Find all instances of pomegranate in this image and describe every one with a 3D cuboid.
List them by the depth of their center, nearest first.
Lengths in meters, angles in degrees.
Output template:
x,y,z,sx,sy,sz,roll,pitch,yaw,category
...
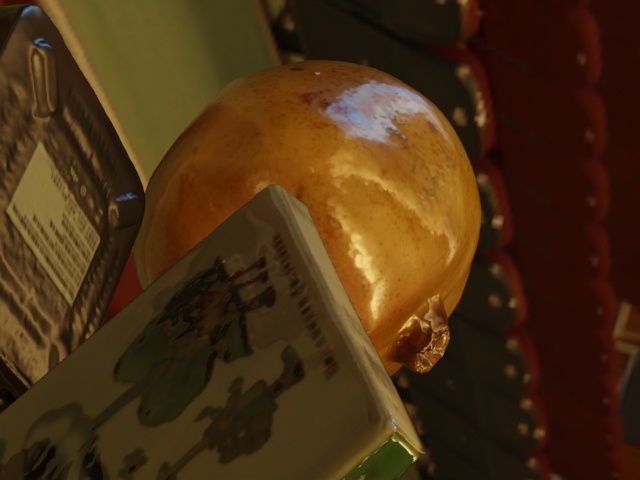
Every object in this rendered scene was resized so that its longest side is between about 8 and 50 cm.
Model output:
x,y,z,sx,sy,sz,roll,pitch,yaw,category
0.000,0.000,1.542,0.416,0.417,0.416,-42,140,-49,pomegranate

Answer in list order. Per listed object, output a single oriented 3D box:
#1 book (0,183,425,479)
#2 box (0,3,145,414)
x,y,z,sx,sy,sz,roll,pitch,yaw,category
-0.127,0.145,0.660,0.371,0.260,0.043,-42,116,8,book
-0.255,-0.017,1.178,0.290,0.073,0.289,67,34,-48,box
